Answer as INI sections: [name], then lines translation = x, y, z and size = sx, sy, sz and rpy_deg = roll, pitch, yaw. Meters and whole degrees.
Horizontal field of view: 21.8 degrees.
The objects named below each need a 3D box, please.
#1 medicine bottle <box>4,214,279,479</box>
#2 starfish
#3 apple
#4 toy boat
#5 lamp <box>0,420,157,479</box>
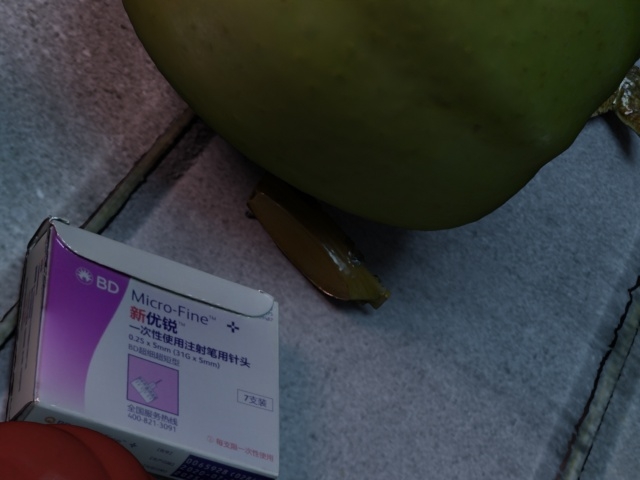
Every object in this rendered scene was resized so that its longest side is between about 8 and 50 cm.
[medicine bottle]
translation = -0.127, 0.090, 1.225
size = 0.201, 0.052, 0.171
rpy_deg = 21, 46, -23
[starfish]
translation = 0.279, -0.188, 1.746
size = 0.138, 0.050, 0.247
rpy_deg = 15, 42, -25
[apple]
translation = 0.061, -0.248, 1.354
size = 0.474, 0.473, 0.473
rpy_deg = 19, 47, -22
[toy boat]
translation = 0.000, 0.000, 1.389
size = 0.149, 0.047, 0.049
rpy_deg = 47, 42, 7
[lamp]
translation = -0.180, 0.217, 0.980
size = 0.227, 0.227, 0.227
rpy_deg = 19, 47, -22
